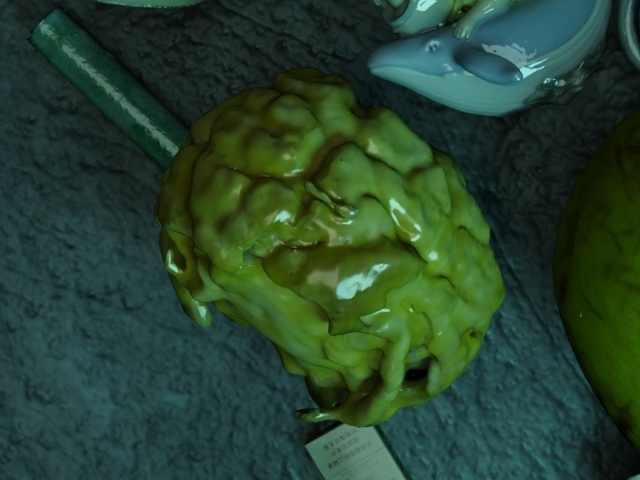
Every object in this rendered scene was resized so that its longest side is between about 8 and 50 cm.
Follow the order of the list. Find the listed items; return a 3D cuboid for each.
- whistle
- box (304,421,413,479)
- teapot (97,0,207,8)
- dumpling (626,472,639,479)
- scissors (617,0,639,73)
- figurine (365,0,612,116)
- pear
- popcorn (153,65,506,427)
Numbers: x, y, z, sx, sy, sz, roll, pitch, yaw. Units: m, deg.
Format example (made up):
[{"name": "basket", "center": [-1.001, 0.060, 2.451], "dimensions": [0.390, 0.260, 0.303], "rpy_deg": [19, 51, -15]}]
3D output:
[{"name": "whistle", "center": [-0.131, -0.092, 1.141], "dimensions": [0.186, 0.039, 0.039], "rpy_deg": [43, 100, 1]}, {"name": "box", "center": [0.032, 0.169, 1.158], "dimensions": [0.053, 0.024, 0.083], "rpy_deg": [-30, 94, 10]}, {"name": "teapot", "center": [-0.115, -0.287, 1.057], "dimensions": [0.183, 0.183, 0.251], "rpy_deg": [11, 110, 6]}, {"name": "dumpling", "center": [0.266, 0.236, 1.101], "dimensions": [0.127, 0.108, 0.188], "rpy_deg": [-10, 95, -15]}, {"name": "scissors", "center": [0.336, -0.289, 1.052], "dimensions": [0.256, 0.029, 0.383], "rpy_deg": [4, 94, -3]}, {"name": "figurine", "center": [0.119, -0.171, 1.059], "dimensions": [0.208, 0.128, 0.184], "rpy_deg": [-36, 89, 2]}, {"name": "pear", "center": [0.281, 0.032, 0.996], "dimensions": [0.283, 0.283, 0.283], "rpy_deg": [1, 97, 7]}, {"name": "popcorn", "center": [0.000, 0.000, 1.041], "dimensions": [0.190, 0.250, 0.250], "rpy_deg": [-39, 91, -10]}]
